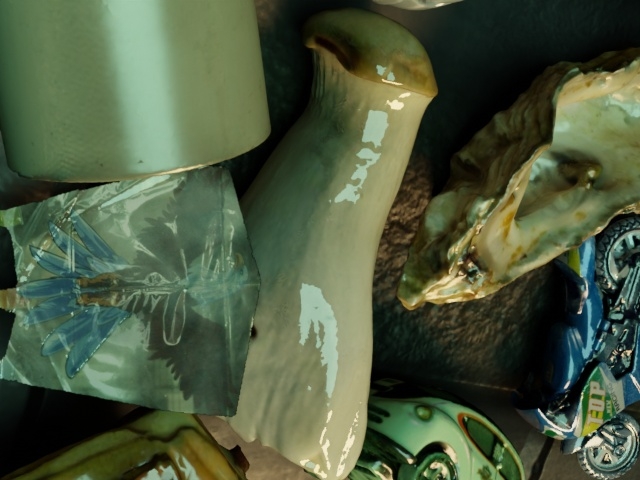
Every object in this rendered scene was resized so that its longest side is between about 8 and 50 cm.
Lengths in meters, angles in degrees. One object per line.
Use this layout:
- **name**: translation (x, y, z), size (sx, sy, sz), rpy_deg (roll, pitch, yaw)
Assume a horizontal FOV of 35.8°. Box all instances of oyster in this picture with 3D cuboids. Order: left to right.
- **oyster**: translation (0.186, -0.057, 0.799), size (0.341, 0.110, 0.166), rpy_deg (-41, 125, -9)

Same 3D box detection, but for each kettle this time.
- **kettle**: translation (-0.153, -0.173, 0.582), size (0.241, 0.165, 0.255), rpy_deg (-3, 112, 7)

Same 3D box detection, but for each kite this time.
- **kite**: translation (-0.194, 0.025, 0.651), size (0.310, 0.015, 0.169), rpy_deg (3, 79, -5)

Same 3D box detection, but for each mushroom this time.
- **mushroom**: translation (0.000, 0.000, 0.721), size (0.159, 0.122, 0.328), rpy_deg (19, 98, -8)

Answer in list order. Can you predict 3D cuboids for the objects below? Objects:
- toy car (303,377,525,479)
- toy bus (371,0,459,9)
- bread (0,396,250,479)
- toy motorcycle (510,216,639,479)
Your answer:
- **toy car**: translation (0.109, 0.213, 0.854), size (0.306, 0.136, 0.125), rpy_deg (49, 64, -31)
- **toy bus**: translation (0.092, -0.296, 0.633), size (0.232, 0.194, 0.287), rpy_deg (40, 90, -18)
- **bread**: translation (-0.151, 0.318, 0.706), size (0.314, 0.191, 0.369), rpy_deg (-26, 100, -13)
- **toy motorcycle**: translation (0.244, 0.095, 0.894), size (0.136, 0.092, 0.254), rpy_deg (3, 99, -16)
